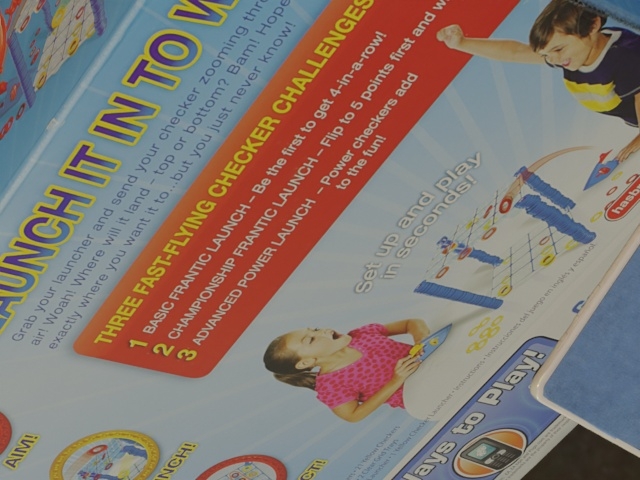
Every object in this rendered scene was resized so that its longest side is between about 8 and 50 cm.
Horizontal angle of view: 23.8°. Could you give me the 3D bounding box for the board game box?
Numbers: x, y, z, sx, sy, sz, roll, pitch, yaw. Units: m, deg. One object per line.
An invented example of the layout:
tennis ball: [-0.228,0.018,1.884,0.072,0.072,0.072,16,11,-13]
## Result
board game box: [0.000,0.000,0.587,0.302,0.086,0.308,17,126,-36]

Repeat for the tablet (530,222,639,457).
tablet: [0.086,0.010,0.320,0.054,0.006,0.083,29,98,-21]
